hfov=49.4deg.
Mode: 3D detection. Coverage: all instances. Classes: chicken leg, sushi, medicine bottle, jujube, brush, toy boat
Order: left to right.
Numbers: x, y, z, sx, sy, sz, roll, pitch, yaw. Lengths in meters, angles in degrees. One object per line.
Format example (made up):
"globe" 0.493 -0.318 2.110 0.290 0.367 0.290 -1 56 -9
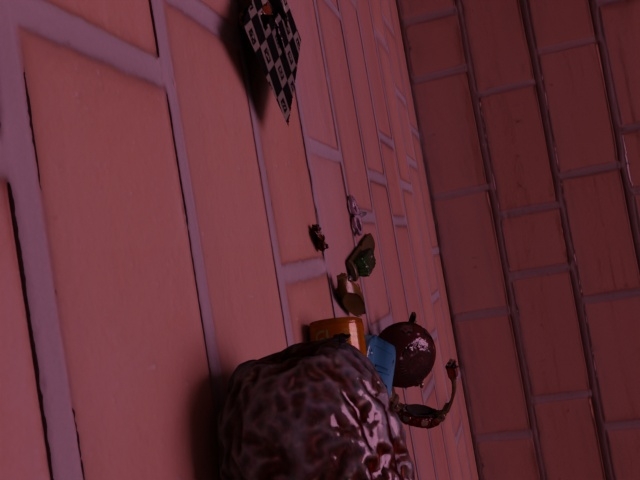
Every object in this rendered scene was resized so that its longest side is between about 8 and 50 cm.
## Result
"sushi" -0.093 -0.345 1.170 0.279 0.043 0.192 -85 158 -44
"jujube" -0.003 0.270 0.790 0.226 0.226 0.316 -9 91 -74
"chicken leg" 0.000 0.001 1.321 0.083 0.021 0.036 63 14 -48
"medicine bottle" 0.035 0.228 1.164 0.096 0.096 0.191 35 48 -68
"toy boat" 0.061 0.110 1.423 0.149 0.047 0.048 59 12 -57
"brush" 0.109 0.033 1.647 0.282 0.048 0.054 -48 126 -73

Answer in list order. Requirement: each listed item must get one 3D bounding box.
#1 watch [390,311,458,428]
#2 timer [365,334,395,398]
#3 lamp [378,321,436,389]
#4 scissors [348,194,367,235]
"watch" 0.258 0.326 1.706 0.102 0.165 0.268 -19 125 -75
"timer" 0.071 0.310 1.332 0.232 0.092 0.249 42 52 -66
"lamp" 0.186 0.263 1.619 0.135 0.156 0.157 28 -78 59
"scissors" 0.097 -0.063 1.715 0.189 0.015 0.100 -15 93 -75
